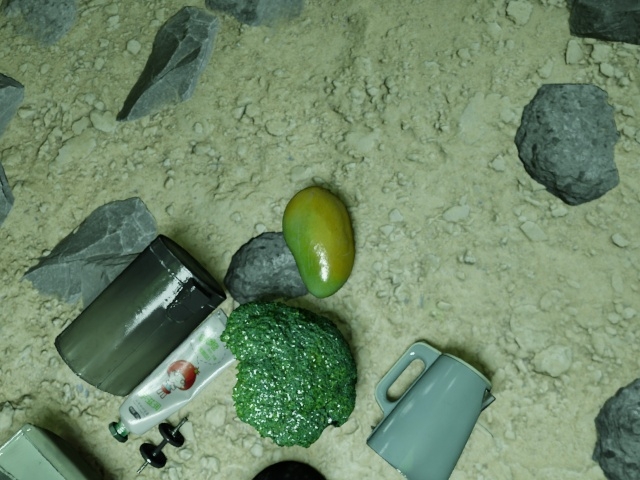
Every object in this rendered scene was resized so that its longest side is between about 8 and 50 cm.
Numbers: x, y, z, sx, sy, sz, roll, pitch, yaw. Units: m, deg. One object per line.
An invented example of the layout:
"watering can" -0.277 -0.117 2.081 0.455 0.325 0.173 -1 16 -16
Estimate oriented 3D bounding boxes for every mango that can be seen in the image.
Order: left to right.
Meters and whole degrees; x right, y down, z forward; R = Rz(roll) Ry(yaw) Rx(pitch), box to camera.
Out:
"mango" 0.000 0.000 1.050 0.156 0.114 0.251 -14 73 -4

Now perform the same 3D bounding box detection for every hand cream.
"hand cream" -0.316 0.307 1.041 0.336 0.076 0.121 -41 75 -12

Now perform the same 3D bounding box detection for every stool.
"stool" -0.571 0.547 0.904 0.243 0.170 0.270 35 59 15

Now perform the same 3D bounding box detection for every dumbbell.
"dumbbell" -0.337 0.435 0.998 0.069 0.069 0.147 39 82 15

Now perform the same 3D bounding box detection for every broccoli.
"broccoli" -0.071 0.257 0.929 0.275 0.307 0.308 -37 69 36

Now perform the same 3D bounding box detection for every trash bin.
"trash bin" -0.378 0.161 1.006 0.301 0.203 0.252 -45 34 -5

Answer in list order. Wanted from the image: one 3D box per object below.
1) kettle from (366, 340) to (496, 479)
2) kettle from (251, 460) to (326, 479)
"kettle" 0.204 0.339 0.933 0.210 0.160 0.243 25 70 42
"kettle" -0.083 0.559 0.819 0.207 0.290 0.269 6 77 8
